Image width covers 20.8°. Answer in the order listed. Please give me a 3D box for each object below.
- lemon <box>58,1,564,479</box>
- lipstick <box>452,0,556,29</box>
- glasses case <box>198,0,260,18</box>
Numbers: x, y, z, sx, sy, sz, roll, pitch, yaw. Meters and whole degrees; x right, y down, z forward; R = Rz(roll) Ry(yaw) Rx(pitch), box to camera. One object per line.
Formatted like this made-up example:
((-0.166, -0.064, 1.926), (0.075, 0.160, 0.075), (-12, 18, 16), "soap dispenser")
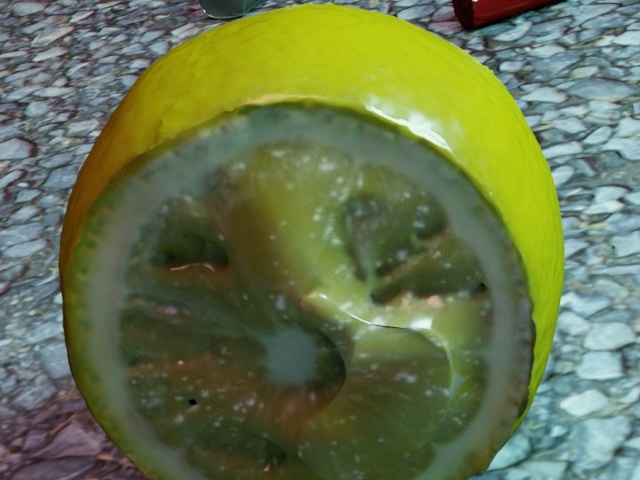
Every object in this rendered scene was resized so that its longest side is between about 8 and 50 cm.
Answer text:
((0.000, 0.000, 1.198), (0.364, 0.364, 0.364), (-12, 26, 6), "lemon")
((0.283, -0.313, 1.991), (0.280, 0.073, 0.073), (-20, 26, -12), "lipstick")
((-0.085, -0.344, 2.276), (0.072, 0.042, 0.190), (8, 33, 26), "glasses case")
